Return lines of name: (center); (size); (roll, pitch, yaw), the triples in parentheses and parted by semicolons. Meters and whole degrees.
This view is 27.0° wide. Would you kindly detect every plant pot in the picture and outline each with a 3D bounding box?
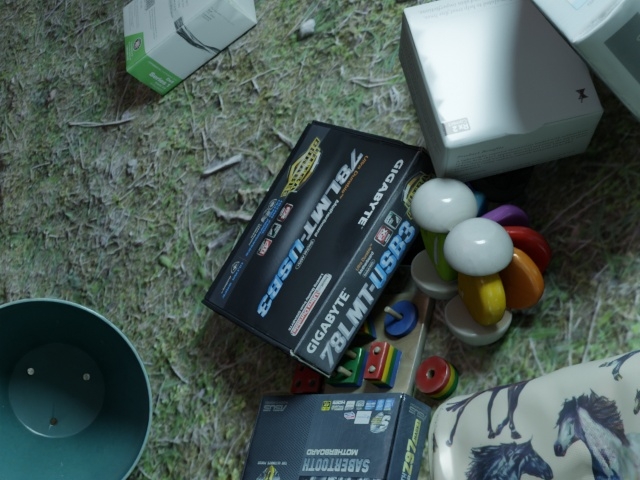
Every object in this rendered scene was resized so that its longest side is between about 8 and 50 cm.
plant pot: (-0.373, 0.217, 1.828); (0.290, 0.290, 0.195); (-57, 5, -1)

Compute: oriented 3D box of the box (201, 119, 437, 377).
box: (0.000, 0.000, 1.683); (0.295, 0.073, 0.293); (-58, 27, -4)

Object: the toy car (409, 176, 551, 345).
toy car: (0.183, 0.012, 1.490); (0.136, 0.159, 0.182); (-21, 46, -15)

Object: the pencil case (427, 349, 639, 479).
pencil case: (0.299, 0.194, 1.222); (0.410, 0.160, 0.183); (-19, 61, 36)

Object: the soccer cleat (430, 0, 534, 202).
soccer cleat: (0.184, -0.167, 1.647); (0.116, 0.108, 0.318); (123, 143, -52)

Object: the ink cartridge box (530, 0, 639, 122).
ink cartridge box: (0.286, -0.243, 1.415); (0.091, 0.308, 0.385); (-44, 41, 12)

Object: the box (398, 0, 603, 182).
box: (0.198, -0.179, 1.501); (0.181, 0.119, 0.182); (-14, 71, -5)

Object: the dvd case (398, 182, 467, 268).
dvd case: (0.131, -0.020, 1.650); (0.087, 0.013, 0.119); (2, 65, 46)

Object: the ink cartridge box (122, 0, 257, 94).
ink cartridge box: (-0.215, -0.367, 2.171); (0.219, 0.092, 0.160); (-32, 46, 26)

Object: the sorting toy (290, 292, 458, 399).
sorting toy: (0.054, 0.121, 1.606); (0.274, 0.046, 0.132); (-5, 60, 44)

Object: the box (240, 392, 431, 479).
box: (0.007, 0.271, 1.539); (0.232, 0.059, 0.183); (-7, 61, 43)
